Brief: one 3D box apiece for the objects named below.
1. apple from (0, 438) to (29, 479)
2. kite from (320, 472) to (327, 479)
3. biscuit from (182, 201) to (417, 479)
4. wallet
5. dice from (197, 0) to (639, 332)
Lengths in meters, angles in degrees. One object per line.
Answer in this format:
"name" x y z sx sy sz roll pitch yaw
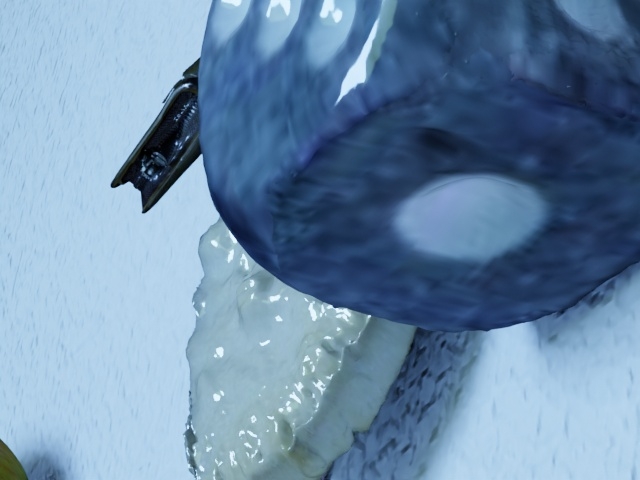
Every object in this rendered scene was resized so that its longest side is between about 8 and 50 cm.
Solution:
"apple" -0.329 0.233 1.321 0.264 0.264 0.264 -41 40 47
"kite" 0.008 0.075 1.030 0.157 0.011 0.139 -29 52 56
"biscuit" 0.000 0.000 0.987 0.179 0.084 0.281 -39 34 40
"wallet" -0.053 -0.098 1.118 0.110 0.031 0.198 -52 0 37
"dice" 0.059 -0.078 0.825 0.182 0.181 0.183 -46 39 41
